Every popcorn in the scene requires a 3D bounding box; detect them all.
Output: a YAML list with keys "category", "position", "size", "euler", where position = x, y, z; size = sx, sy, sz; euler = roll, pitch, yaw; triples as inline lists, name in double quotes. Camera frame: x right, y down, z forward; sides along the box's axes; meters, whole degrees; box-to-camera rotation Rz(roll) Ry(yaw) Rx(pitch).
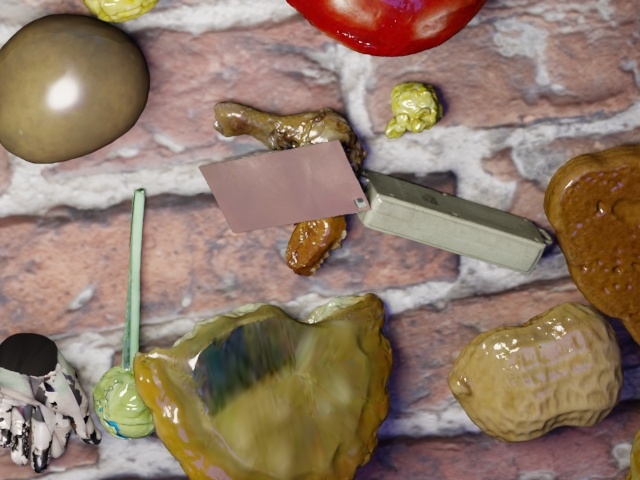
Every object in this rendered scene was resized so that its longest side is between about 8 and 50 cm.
- category: "popcorn"
  position: [0.109, -0.156, 1.835]
  size: [0.083, 0.059, 0.068]
  euler: [-46, 77, 5]
- category: "popcorn"
  position: [-0.218, -0.297, 1.659]
  size: [0.106, 0.120, 0.116]
  euler: [-3, 111, -8]

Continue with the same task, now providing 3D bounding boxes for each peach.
- category: "peach"
  position: [0.084, -0.284, 1.714]
  size: [0.267, 0.159, 0.154]
  euler: [11, 121, -19]

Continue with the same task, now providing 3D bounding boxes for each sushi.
- category: "sushi"
  position: [-0.002, -0.003, 1.900]
  size: [0.118, 0.061, 0.060]
  euler: [-42, 161, 30]

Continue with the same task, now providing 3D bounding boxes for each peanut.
- category: "peanut"
  position: [0.288, 0.179, 2.019]
  size: [0.233, 0.110, 0.196]
  euler: [-17, 122, -3]

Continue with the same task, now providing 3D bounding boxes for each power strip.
- category: "power strip"
  position: [0.164, -0.022, 1.905]
  size: [0.272, 0.078, 0.052]
  euler: [17, 116, -19]

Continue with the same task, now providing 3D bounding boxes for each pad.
- category: "pad"
  position: [-0.043, -0.065, 1.838]
  size: [0.188, 0.006, 0.113]
  euler: [-10, 129, 22]

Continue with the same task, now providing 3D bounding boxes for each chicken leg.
- category: "chicken leg"
  position: [-0.036, -0.128, 1.824]
  size: [0.198, 0.069, 0.085]
  euler: [18, 137, -12]

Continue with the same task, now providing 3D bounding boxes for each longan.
- category: "longan"
  position: [-0.283, -0.170, 1.692]
  size: [0.189, 0.189, 0.189]
  euler: [-5, 119, -8]

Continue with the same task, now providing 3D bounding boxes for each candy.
- category: "candy"
  position: [-0.234, 0.095, 1.899]
  size: [0.092, 0.093, 0.335]
  euler: [-4, 112, -25]

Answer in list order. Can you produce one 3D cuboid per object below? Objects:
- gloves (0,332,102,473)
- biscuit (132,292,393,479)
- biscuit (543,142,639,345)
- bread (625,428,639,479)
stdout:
- category: "gloves"
  position: [-0.352, 0.205, 1.919]
  size: [0.127, 0.111, 0.212]
  euler: [-12, 148, -10]
- category: "biscuit"
  position: [-0.049, 0.179, 1.915]
  size: [0.329, 0.078, 0.335]
  euler: [44, 77, -17]
- category: "biscuit"
  position: [0.466, -0.022, 1.968]
  size: [0.381, 0.074, 0.359]
  euler: [21, 111, -18]
- category: "bread"
  position: [0.507, 0.345, 2.142]
  size: [0.152, 0.130, 0.267]
  euler: [19, 119, 20]
